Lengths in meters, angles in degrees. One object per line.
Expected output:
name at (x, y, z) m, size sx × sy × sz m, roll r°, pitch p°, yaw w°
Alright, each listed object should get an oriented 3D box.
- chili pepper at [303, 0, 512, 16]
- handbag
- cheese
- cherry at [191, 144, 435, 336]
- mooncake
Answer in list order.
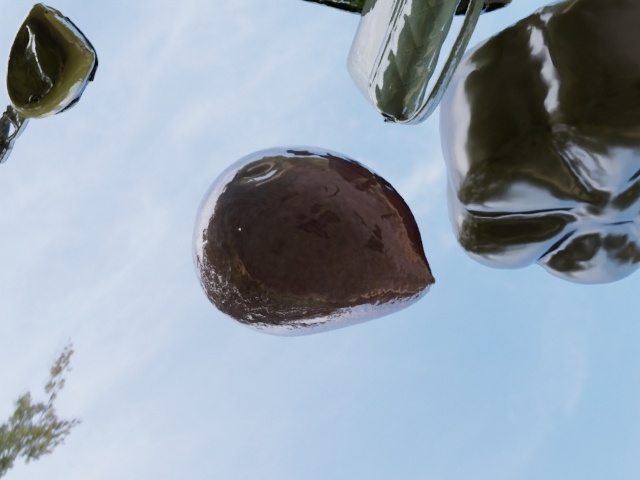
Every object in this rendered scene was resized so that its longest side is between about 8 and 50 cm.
chili pepper at (0.107, -0.337, 1.114) m, size 0.358 × 0.085 × 0.077 m, roll 2°, pitch -105°, yaw -19°
handbag at (0.119, -0.255, 0.930) m, size 0.079 × 0.256 × 0.219 m, roll 5°, pitch -147°, yaw -22°
cheese at (-0.275, -0.138, 0.771) m, size 0.086 × 0.162 × 0.036 m, roll 46°, pitch -152°, yaw 9°
cherry at (-0.008, -0.007, 0.867) m, size 0.239 × 0.239 × 0.206 m, roll -15°, pitch -91°, yaw -27°
mooncake at (0.405, -0.137, 1.212) m, size 0.466 × 0.467 × 0.262 m, roll 13°, pitch -125°, yaw -18°
